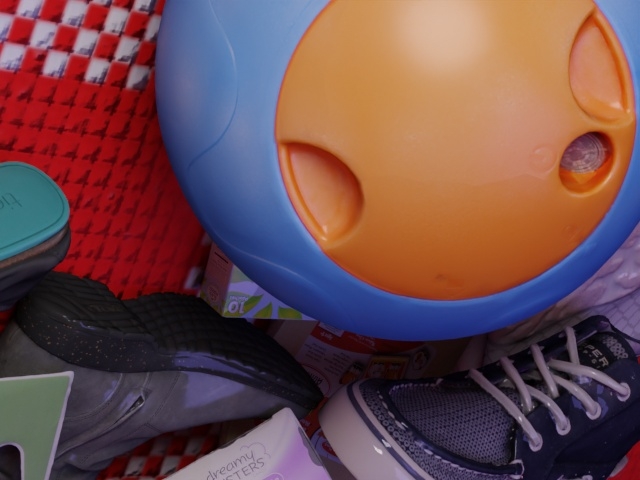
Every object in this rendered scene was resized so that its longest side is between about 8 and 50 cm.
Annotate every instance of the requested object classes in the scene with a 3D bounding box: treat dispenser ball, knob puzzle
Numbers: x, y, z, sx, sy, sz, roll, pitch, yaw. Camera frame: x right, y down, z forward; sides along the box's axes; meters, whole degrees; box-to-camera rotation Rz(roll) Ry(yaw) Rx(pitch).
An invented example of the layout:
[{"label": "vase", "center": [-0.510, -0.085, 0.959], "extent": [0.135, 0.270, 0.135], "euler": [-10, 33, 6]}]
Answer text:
[{"label": "treat dispenser ball", "center": [0.054, -0.089, 1.093], "extent": [0.288, 0.288, 0.288], "euler": [-27, 134, -31]}, {"label": "knob puzzle", "center": [-0.001, 0.113, 1.386], "extent": [0.213, 0.030, 0.213], "euler": [-20, 127, -29]}]

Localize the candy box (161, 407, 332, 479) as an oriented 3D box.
[{"label": "candy box", "center": [-0.061, 0.208, 1.300], "extent": [0.165, 0.070, 0.196], "euler": [-29, 153, -5]}]

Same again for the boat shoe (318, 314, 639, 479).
[{"label": "boat shoe", "center": [0.132, 0.111, 1.361], "extent": [0.158, 0.127, 0.340], "euler": [-45, 157, 13]}]

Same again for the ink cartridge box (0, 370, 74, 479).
[{"label": "ink cartridge box", "center": [-0.265, 0.141, 1.106], "extent": [0.235, 0.056, 0.171], "euler": [-4, 120, -41]}]

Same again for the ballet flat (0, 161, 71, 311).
[{"label": "ballet flat", "center": [-0.244, 0.030, 1.019], "extent": [0.280, 0.095, 0.096], "euler": [-12, 148, -47]}]

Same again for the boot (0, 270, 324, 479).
[{"label": "boot", "center": [-0.126, 0.113, 1.237], "extent": [0.246, 0.083, 0.161], "euler": [17, 112, -43]}]

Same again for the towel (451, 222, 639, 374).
[{"label": "towel", "center": [0.258, -0.024, 1.456], "extent": [0.331, 0.053, 0.317], "euler": [-23, 149, -25]}]

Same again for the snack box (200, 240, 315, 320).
[{"label": "snack box", "center": [0.000, 0.000, 1.276], "extent": [0.141, 0.037, 0.100], "euler": [3, 110, -33]}]
